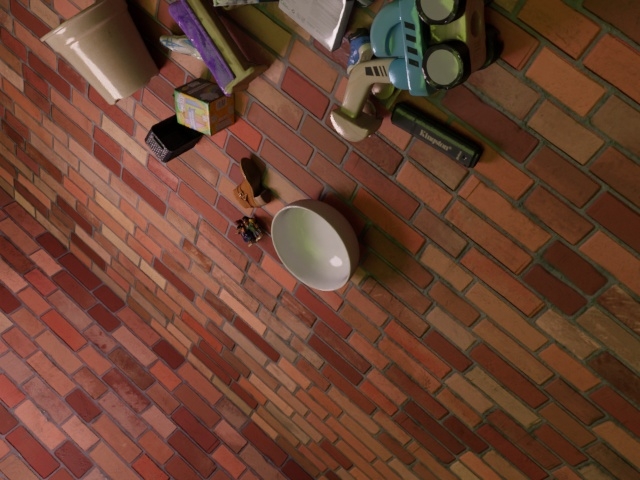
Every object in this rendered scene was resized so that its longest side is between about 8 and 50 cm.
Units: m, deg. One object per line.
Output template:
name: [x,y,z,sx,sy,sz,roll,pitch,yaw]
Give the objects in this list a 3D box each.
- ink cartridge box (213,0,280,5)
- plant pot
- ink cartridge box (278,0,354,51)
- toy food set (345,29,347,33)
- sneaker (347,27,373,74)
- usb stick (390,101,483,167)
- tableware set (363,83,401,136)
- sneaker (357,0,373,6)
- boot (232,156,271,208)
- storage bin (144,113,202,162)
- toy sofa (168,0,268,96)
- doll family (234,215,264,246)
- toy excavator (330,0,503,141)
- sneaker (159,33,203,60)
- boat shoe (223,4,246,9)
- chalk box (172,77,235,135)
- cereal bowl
ink cartridge box: [-0.212,-0.774,1.686,0.206,0.045,0.208,-3,123,3]
plant pot: [-0.750,-0.666,2.131,0.333,0.334,0.306,-5,127,43]
ink cartridge box: [-0.010,-0.661,1.617,0.223,0.045,0.224,44,151,13]
toy food set: [0.037,-0.606,1.693,0.082,0.020,0.083,15,128,32]
sneaker: [0.104,-0.529,1.671,0.152,0.058,0.085,129,127,-71]
usb stick: [0.318,-0.294,1.668,0.278,0.045,0.077,34,136,16]
tableware set: [0.159,-0.408,1.726,0.128,0.039,0.194,51,134,16]
sneaker: [0.093,-0.718,1.535,0.098,0.083,0.224,-27,108,29]
boot: [-0.279,-0.205,2.232,0.152,0.073,0.197,-9,111,48]
storage bin: [-0.546,-0.386,2.239,0.122,0.180,0.084,50,138,-2]
toy sofa: [-0.341,-0.626,1.861,0.177,0.150,0.363,-31,99,20]
doll family: [-0.286,-0.043,2.357,0.111,0.076,0.193,48,142,-7]
toy excavator: [0.205,-0.458,1.515,0.445,0.222,0.433,13,126,37]
sneaker: [-0.448,-0.667,2.030,0.237,0.085,0.086,24,108,29]
boat shoe: [-0.270,-0.825,1.732,0.109,0.098,0.302,18,130,30]
chalk box: [-0.421,-0.474,2.104,0.213,0.132,0.132,25,134,26]
cereal bowl: [0.000,0.000,2.091,0.338,0.141,0.339,22,132,27]
